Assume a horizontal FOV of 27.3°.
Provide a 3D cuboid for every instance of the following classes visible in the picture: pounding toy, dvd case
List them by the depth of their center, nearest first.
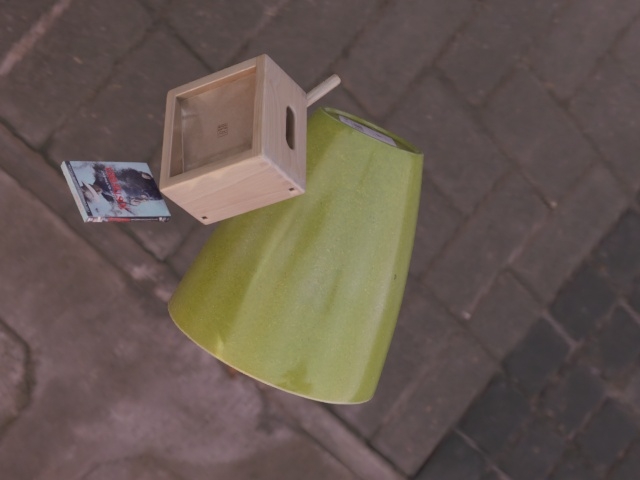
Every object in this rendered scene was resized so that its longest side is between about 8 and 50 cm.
[{"bbox_3d":[-0.061,-0.099,1.196,0.100,0.130,0.141,40,42,-47],"label":"pounding toy"},{"bbox_3d":[-0.245,-0.059,1.583,0.119,0.087,0.013,-2,144,-41],"label":"dvd case"}]

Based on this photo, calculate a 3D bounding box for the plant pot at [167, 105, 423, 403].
[{"bbox_3d":[0.000,0.000,1.568,0.274,0.275,0.293,17,105,-32],"label":"plant pot"}]
